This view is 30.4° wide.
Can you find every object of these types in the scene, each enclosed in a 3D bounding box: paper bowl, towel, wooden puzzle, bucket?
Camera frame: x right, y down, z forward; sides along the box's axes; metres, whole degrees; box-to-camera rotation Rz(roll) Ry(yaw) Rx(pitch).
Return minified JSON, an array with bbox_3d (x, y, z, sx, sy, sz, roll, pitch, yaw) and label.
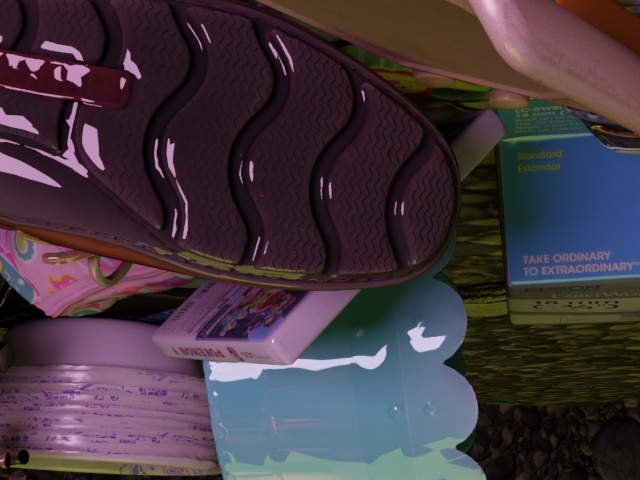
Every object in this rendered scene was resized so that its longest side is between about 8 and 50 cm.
[{"bbox_3d":[-0.235,0.165,1.230,0.284,0.148,0.284,2,167,0],"label":"paper bowl"},{"bbox_3d":[0.217,0.075,1.449,0.148,0.027,0.110,-10,165,38],"label":"towel"},{"bbox_3d":[0.042,-0.091,0.454,0.238,0.044,0.221,28,-171,41],"label":"wooden puzzle"},{"bbox_3d":[0.022,0.090,0.901,0.183,0.281,0.281,-7,167,6],"label":"bucket"}]

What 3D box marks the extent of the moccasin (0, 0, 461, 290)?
[{"bbox_3d":[-0.120,-0.049,0.578,0.380,0.139,0.147,5,176,-5],"label":"moccasin"}]

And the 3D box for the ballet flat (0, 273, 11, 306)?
[{"bbox_3d":[-0.294,0.022,1.073,0.058,0.084,0.250,4,161,-15],"label":"ballet flat"}]

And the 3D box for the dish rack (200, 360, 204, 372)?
[{"bbox_3d":[-0.014,0.144,1.455,0.332,0.072,0.285,-9,178,-8],"label":"dish rack"}]

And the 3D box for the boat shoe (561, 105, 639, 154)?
[{"bbox_3d":[0.223,-0.083,0.638,0.183,0.065,0.083,-8,167,33],"label":"boat shoe"}]

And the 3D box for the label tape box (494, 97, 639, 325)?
[{"bbox_3d":[0.253,-0.012,0.874,0.240,0.106,0.334,-3,168,9],"label":"label tape box"}]

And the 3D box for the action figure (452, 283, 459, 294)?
[{"bbox_3d":[0.053,0.073,1.253,0.063,0.137,0.232,28,165,-28],"label":"action figure"}]

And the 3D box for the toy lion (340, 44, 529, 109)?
[{"bbox_3d":[0.056,-0.094,0.669,0.100,0.034,0.096,9,171,-40],"label":"toy lion"}]

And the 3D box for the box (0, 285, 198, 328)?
[{"bbox_3d":[-0.187,0.057,1.253,0.295,0.073,0.293,-13,163,43],"label":"box"}]

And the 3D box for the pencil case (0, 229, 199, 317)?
[{"bbox_3d":[-0.118,-0.019,0.784,0.124,0.124,0.284,8,166,-35],"label":"pencil case"}]

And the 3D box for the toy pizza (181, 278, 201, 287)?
[{"bbox_3d":[-0.075,-0.004,1.028,0.201,0.032,0.201,-9,161,-3],"label":"toy pizza"}]

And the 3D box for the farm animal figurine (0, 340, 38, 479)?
[{"bbox_3d":[-0.364,0.084,0.868,0.172,0.330,0.327,-10,179,10],"label":"farm animal figurine"}]

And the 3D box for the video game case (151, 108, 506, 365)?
[{"bbox_3d":[0.000,0.000,0.732,0.023,0.201,0.183,52,156,-16],"label":"video game case"}]
